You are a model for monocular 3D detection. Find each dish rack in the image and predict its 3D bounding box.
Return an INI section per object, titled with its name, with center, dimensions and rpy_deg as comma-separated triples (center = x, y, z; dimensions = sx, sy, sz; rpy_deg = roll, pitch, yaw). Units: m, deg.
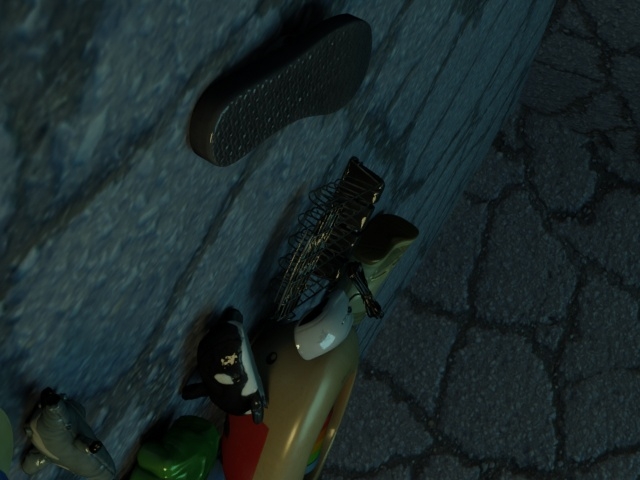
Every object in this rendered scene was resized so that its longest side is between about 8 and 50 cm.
[dish rack]
center = 0.000, 0.000, 1.184
dimensions = 0.271, 0.074, 0.208
rpy_deg = -32, 148, -63

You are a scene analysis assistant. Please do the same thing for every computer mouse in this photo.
[computer mouse]
center = 0.031, 0.113, 1.202
dimensions = 0.193, 0.042, 0.106
rpy_deg = -41, 118, -46

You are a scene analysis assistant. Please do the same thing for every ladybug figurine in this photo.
[ladybug figurine]
center = -0.062, 0.305, 1.366
dimensions = 0.305, 0.161, 0.449
rpy_deg = -51, 161, -52

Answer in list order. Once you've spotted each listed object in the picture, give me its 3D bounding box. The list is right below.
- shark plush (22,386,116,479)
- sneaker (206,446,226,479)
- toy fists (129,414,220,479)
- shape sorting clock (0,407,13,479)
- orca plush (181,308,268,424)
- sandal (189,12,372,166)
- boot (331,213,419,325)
[shark plush]
center = -0.207, 0.159, 0.690
dimensions = 0.073, 0.067, 0.161
rpy_deg = -49, 164, -41
[sneaker]
center = -0.154, 0.415, 1.506
dimensions = 0.209, 0.082, 0.069
rpy_deg = -44, 162, -50
[toy fists]
center = -0.222, 0.363, 1.068
dimensions = 0.142, 0.096, 0.279
rpy_deg = -59, 172, -64
[shape sorting clock]
center = -0.282, 0.198, 0.539
dimensions = 0.206, 0.040, 0.206
rpy_deg = -55, 163, -25
[orca plush]
center = -0.137, 0.175, 1.073
dimensions = 0.287, 0.102, 0.151
rpy_deg = 108, -31, -82
[sandal]
center = -0.032, -0.153, 0.747
dimensions = 0.254, 0.054, 0.097
rpy_deg = -35, 146, -44
[boot]
center = 0.106, 0.064, 1.708
dimensions = 0.262, 0.095, 0.203
rpy_deg = -38, 155, -57
